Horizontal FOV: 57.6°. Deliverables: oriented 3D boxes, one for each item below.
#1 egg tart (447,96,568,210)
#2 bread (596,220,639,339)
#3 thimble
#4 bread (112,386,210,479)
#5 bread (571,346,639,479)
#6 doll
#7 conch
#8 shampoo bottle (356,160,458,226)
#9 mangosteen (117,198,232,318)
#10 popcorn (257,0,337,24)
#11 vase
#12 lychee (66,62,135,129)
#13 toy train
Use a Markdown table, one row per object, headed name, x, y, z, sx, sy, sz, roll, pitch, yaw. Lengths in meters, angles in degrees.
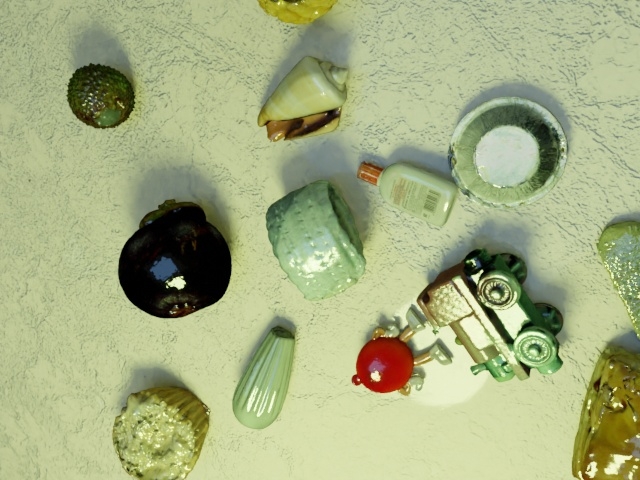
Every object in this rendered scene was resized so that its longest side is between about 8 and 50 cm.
| name | x | y | z | sx | sy | sz | roll | pitch | yaw |
| --- | --- | --- | --- | --- | --- | --- | --- | --- | --- |
| egg tart | 0.375 | -0.172 | 1.172 | 0.233 | 0.094 | 0.234 | 4 | 103 | 15 |
| bread | 0.688 | 0.075 | 1.147 | 0.207 | 0.056 | 0.287 | -29 | 93 | 24 |
| thimble | 0.000 | 0.000 | 1.276 | 0.171 | 0.205 | 0.250 | -25 | 77 | 16 |
| bread | -0.429 | 0.524 | 1.571 | 0.273 | 0.149 | 0.275 | 3 | 98 | 21 |
| bread | 0.668 | 0.408 | 1.168 | 0.277 | 0.167 | 0.325 | 16 | 108 | 14 |
| doll | 0.173 | 0.281 | 1.352 | 0.217 | 0.085 | 0.183 | -37 | 91 | 5 |
| conch | -0.032 | -0.314 | 1.276 | 0.255 | 0.127 | 0.158 | -12 | 130 | 42 |
| shampoo bottle | 0.183 | -0.114 | 1.262 | 0.220 | 0.051 | 0.108 | 26 | 129 | 19 |
| mangosteen | -0.351 | 0.032 | 1.395 | 0.274 | 0.275 | 0.303 | -25 | 61 | 22 |
| popcorn | -0.038 | -0.562 | 1.168 | 0.249 | 0.190 | 0.251 | 5 | 110 | 14 |
| vase | -0.133 | 0.337 | 1.447 | 0.128 | 0.128 | 0.248 | 22 | 100 | 12 |
| lychee | -0.535 | -0.351 | 1.402 | 0.171 | 0.171 | 0.171 | 4 | 104 | 17 |
| toy train | 0.367 | 0.170 | 1.236 | 0.221 | 0.150 | 0.305 | -34 | 92 | 32 |
